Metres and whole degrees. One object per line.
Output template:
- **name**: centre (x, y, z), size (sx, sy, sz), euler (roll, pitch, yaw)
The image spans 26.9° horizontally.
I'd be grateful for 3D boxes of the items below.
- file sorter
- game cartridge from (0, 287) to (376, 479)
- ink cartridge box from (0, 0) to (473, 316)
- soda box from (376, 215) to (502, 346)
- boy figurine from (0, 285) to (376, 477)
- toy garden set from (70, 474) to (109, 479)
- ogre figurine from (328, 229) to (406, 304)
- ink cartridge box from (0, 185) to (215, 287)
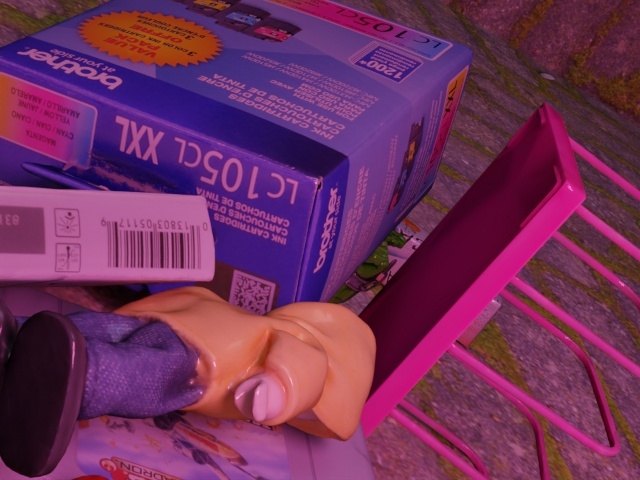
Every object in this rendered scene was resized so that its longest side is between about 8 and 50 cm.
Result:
- **file sorter**: centre (0.152, 0.082, 1.034), size (0.182, 0.290, 0.202), euler (37, 20, -9)
- **game cartridge**: centre (-0.091, 0.133, 0.819), size (0.297, 0.062, 0.198), euler (22, 19, -19)
- **ink cartridge box**: centre (-0.077, -0.073, 1.026), size (0.270, 0.151, 0.395), euler (21, 31, 15)
- **soda box**: centre (0.102, 0.027, 1.392), size (0.183, 0.063, 0.058), euler (36, 20, -1)
- **boy figurine**: centre (-0.075, 0.074, 0.768), size (0.177, 0.092, 0.285), euler (10, 2, 37)
- **toy garden set**: centre (-0.173, 0.186, 0.589), size (0.244, 0.049, 0.203), euler (20, 37, -35)
- **ogre figurine**: centre (0.000, 0.000, 1.207), size (0.097, 0.118, 0.197), euler (21, 26, -47)
- **ink cartridge box**: centre (-0.206, 0.006, 0.791), size (0.189, 0.232, 0.066), euler (1, 81, -43)
